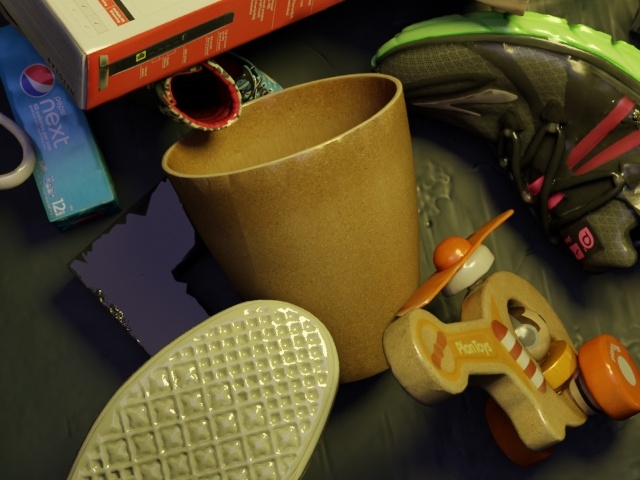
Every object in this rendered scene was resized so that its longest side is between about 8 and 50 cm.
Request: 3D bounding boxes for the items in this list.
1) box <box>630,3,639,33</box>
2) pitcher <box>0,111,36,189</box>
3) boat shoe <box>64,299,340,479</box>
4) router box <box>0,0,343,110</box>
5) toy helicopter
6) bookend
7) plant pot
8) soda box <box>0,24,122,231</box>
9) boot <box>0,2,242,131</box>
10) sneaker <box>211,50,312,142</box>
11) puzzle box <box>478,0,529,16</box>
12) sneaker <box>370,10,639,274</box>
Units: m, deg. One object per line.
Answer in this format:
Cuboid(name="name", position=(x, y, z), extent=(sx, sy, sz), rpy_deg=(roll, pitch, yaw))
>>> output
Cuboid(name="box", position=(0.468, -0.213, 1.615), extent=(0.290, 0.169, 0.087), rpy_deg=(23, 83, 5))
Cuboid(name="pitcher", position=(-0.385, -0.126, 1.631), extent=(0.177, 0.125, 0.207), rpy_deg=(-13, 64, -8))
Cuboid(name="boat shoe", position=(-0.155, 0.266, 1.521), extent=(0.186, 0.156, 0.500), rpy_deg=(34, 95, 6))
Cuboid(name="router box", position=(-0.179, -0.313, 1.553), extent=(0.301, 0.082, 0.335), rpy_deg=(-26, 63, -25))
Cuboid(name="toy helicopter", position=(0.151, 0.086, 1.498), extent=(0.140, 0.355, 0.235), rpy_deg=(-31, 74, 25))
Cuboid(name="bookend", position=(-0.143, 0.033, 1.640), extent=(0.157, 0.072, 0.156), rpy_deg=(-43, 84, -6))
Cuboid(name="plant pot", position=(0.000, 0.000, 1.568), extent=(0.237, 0.237, 0.254), rpy_deg=(-19, 111, -2))
Cuboid(name="soda box", position=(-0.272, -0.121, 1.668), extent=(0.071, 0.067, 0.210), rpy_deg=(-20, 82, -2))
Cuboid(name="boot", position=(-0.192, -0.190, 1.574), extent=(0.236, 0.178, 0.085), rpy_deg=(36, 85, -33))
Cuboid(name="sneaker", position=(-0.073, -0.147, 1.664), extent=(0.162, 0.073, 0.063), rpy_deg=(33, 83, 5))
Cuboid(name="puzzle box", position=(0.124, -0.407, 1.603), extent=(0.272, 0.052, 0.409), rpy_deg=(20, 51, 1))
Cuboid(name="sneaker", position=(0.266, -0.079, 1.593), extent=(0.482, 0.185, 0.202), rpy_deg=(23, 79, 6))
